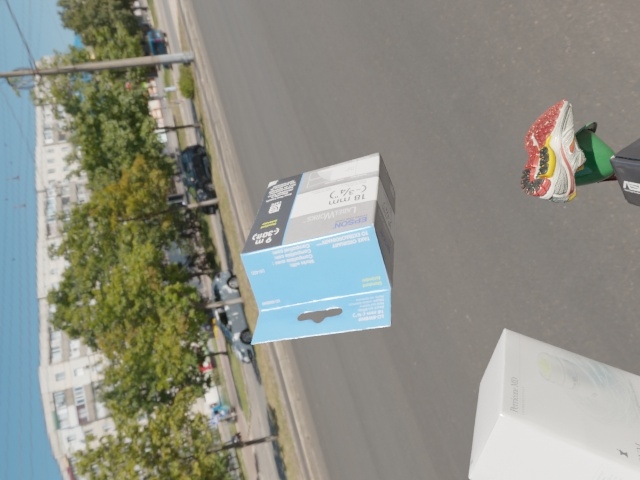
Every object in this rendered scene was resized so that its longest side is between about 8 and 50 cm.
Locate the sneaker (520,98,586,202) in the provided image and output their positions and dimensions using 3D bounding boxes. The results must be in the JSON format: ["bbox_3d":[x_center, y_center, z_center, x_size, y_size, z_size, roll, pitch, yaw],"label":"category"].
[{"bbox_3d":[0.448,-0.167,0.837,0.088,0.092,0.225,136,155,-68],"label":"sneaker"}]

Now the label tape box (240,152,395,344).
[{"bbox_3d":[0.000,0.000,0.763,0.334,0.240,0.106,-78,-31,-48],"label":"label tape box"}]

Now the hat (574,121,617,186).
[{"bbox_3d":[0.606,-0.136,0.931,0.183,0.208,0.173,46,-177,28],"label":"hat"}]

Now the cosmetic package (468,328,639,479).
[{"bbox_3d":[0.359,0.275,0.652,0.224,0.224,0.138,-41,-35,-60],"label":"cosmetic package"}]

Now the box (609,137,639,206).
[{"bbox_3d":[0.620,-0.148,0.495,0.097,0.394,0.318,56,-175,-19],"label":"box"}]
